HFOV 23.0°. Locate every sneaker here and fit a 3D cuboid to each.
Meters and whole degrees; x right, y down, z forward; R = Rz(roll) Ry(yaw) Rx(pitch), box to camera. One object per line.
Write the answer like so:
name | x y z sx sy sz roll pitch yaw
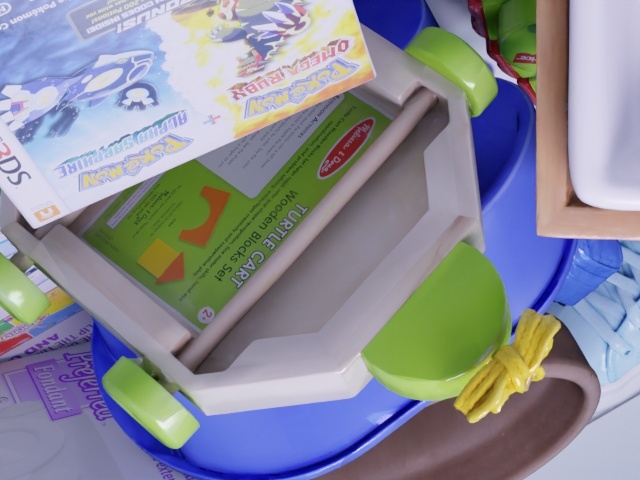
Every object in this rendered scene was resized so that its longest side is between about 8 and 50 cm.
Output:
sneaker | 0.284 -0.006 1.309 0.366 0.135 0.150 -43 148 -9

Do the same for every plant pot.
plant pot | 0.047 0.073 1.182 0.263 0.229 0.263 -18 151 -10

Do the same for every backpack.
backpack | 0.188 -0.015 1.253 0.101 0.120 0.098 -40 147 28

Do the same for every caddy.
caddy | 0.000 0.000 0.990 0.341 0.241 0.179 -35 147 -7

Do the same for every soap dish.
soap dish | 0.227 -0.140 0.840 0.229 0.290 0.118 1 175 2

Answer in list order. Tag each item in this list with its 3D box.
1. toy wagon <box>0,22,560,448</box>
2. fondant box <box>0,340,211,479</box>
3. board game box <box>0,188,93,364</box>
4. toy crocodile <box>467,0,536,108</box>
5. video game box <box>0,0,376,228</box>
toy wagon | -0.021 -0.012 0.850 0.267 0.344 0.068 -48 155 -11
fondant box | -0.198 0.177 1.022 0.330 0.238 0.096 -12 120 -20
board game box | -0.256 0.054 1.098 0.242 0.064 0.316 -24 152 1
toy crocodile | 0.152 -0.141 1.024 0.105 0.115 0.340 -8 157 24
video game box | -0.086 -0.100 0.762 0.205 0.048 0.187 -24 154 1
